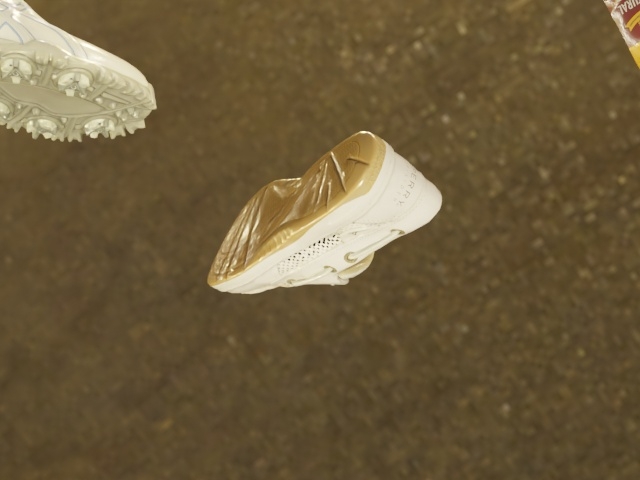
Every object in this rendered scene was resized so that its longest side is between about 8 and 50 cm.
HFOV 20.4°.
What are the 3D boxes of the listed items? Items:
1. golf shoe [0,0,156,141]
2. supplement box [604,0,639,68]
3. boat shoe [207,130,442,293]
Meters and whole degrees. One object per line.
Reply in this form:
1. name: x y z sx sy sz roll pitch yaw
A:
1. golf shoe: -0.157 -0.105 0.845 0.069 0.176 0.086 -40 39 49
2. supplement box: 0.306 -0.259 1.415 0.129 0.191 0.194 -31 -8 40
3. boat shoe: 0.000 0.000 1.471 0.277 0.096 0.098 -26 39 56
